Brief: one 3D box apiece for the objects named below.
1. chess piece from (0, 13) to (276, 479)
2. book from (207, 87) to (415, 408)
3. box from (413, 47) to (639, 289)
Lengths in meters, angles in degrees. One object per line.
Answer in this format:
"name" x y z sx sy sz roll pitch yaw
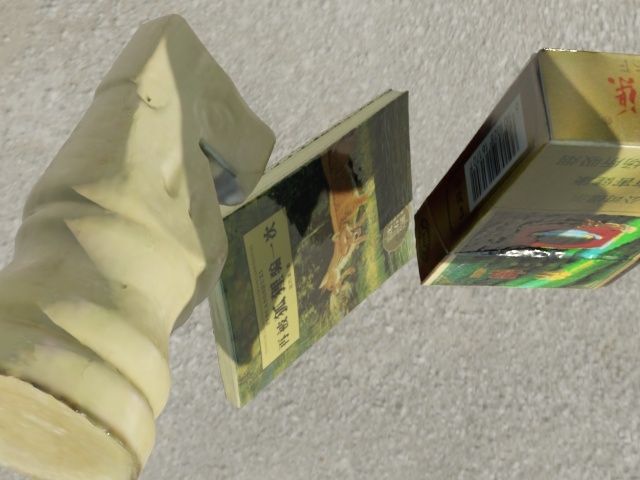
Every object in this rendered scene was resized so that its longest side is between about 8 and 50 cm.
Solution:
"chess piece" -0.079 -0.006 0.381 0.090 0.200 0.090 13 143 10
"book" 0.000 0.000 0.689 0.024 0.228 0.160 19 130 33
"box" 0.173 -0.035 0.628 0.159 0.071 0.240 -1 158 -12
